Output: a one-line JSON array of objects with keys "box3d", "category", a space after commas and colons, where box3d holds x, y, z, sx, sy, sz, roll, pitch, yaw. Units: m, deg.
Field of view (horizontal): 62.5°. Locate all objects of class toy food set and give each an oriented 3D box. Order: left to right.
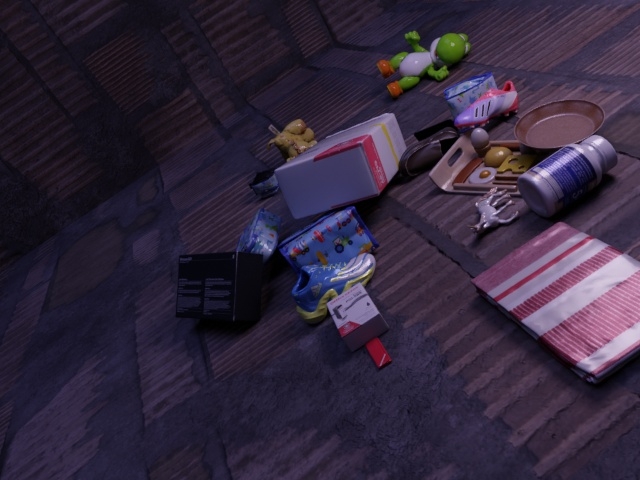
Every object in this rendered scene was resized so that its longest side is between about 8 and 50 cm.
[{"box3d": [0.460, -0.221, 1.361, 0.306, 0.092, 0.219, 10, 50, 51], "category": "toy food set"}]

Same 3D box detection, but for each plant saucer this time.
[{"box3d": [0.567, -0.267, 1.258, 0.199, 0.036, 0.198, -17, 38, 14], "category": "plant saucer"}]

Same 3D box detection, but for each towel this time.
[{"box3d": [0.460, 0.095, 0.952, 0.237, 0.037, 0.329, -33, 31, -4], "category": "towel"}]

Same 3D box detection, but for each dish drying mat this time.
[{"box3d": [0.120, 0.233, 1.100, 0.032, 0.008, 0.083, -34, 29, 1], "category": "dish drying mat"}]

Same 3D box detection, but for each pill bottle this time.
[{"box3d": [0.539, -0.144, 1.149, 0.187, 0.112, 0.112, -34, 29, 0], "category": "pill bottle"}]

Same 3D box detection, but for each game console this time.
[{"box3d": [0.365, -0.359, 1.680, 0.122, 0.071, 0.107, -19, 33, 23], "category": "game console"}]

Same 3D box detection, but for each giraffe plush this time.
[{"box3d": [-0.088, -0.363, 2.052, 0.170, 0.210, 0.181, 47, 113, 37], "category": "giraffe plush"}]

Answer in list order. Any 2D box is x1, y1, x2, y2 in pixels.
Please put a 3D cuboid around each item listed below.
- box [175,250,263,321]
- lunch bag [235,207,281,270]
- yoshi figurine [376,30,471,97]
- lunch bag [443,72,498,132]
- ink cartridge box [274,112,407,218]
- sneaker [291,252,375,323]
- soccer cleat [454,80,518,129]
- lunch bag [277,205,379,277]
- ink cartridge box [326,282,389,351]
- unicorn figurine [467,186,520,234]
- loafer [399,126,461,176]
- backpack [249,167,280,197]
[{"box3d": [-0.285, 0.127, 1.471, 0.261, 0.103, 0.184, -4, 84, 41], "category": "box"}, {"box3d": [-0.199, 0.020, 1.597, 0.176, 0.090, 0.219, -54, 17, 32], "category": "lunch bag"}, {"box3d": [0.412, -0.706, 2.054, 0.362, 0.203, 0.203, -24, 46, 11], "category": "yoshi figurine"}, {"box3d": [0.473, -0.428, 1.620, 0.151, 0.128, 0.096, -21, 32, 22], "category": "lunch bag"}, {"box3d": [0.081, -0.231, 1.583, 0.279, 0.160, 0.384, -15, 17, 28], "category": "ink cartridge box"}, {"box3d": [0.028, 0.089, 1.283, 0.240, 0.126, 0.091, -43, 31, -16], "category": "sneaker"}, {"box3d": [0.475, -0.388, 1.526, 0.248, 0.095, 0.083, -23, 16, -25], "category": "soccer cleat"}, {"box3d": [0.000, 0.000, 1.478, 0.221, 0.138, 0.293, -35, 17, -4], "category": "lunch bag"}, {"box3d": [0.080, 0.169, 1.185, 0.099, 0.056, 0.135, -33, 30, 1], "category": "ink cartridge box"}, {"box3d": [0.399, -0.063, 1.231, 0.111, 0.060, 0.162, -30, 14, 19], "category": "unicorn figurine"}, {"box3d": [0.329, -0.263, 1.562, 0.220, 0.080, 0.078, -37, 29, -7], "category": "loafer"}, {"box3d": [-0.195, -0.222, 2.007, 0.114, 0.084, 0.105, -18, 33, 34], "category": "backpack"}]
